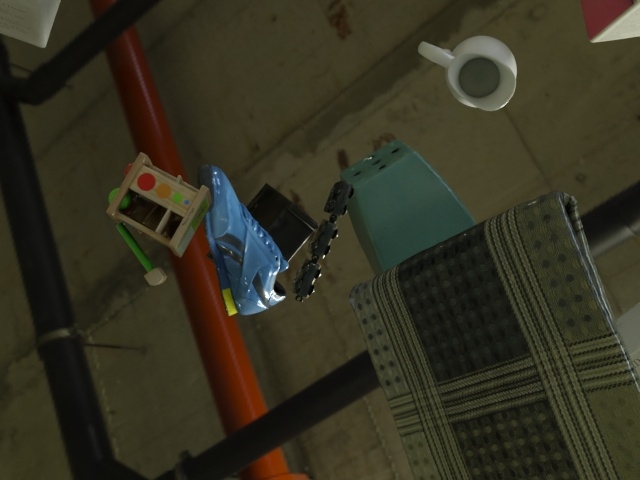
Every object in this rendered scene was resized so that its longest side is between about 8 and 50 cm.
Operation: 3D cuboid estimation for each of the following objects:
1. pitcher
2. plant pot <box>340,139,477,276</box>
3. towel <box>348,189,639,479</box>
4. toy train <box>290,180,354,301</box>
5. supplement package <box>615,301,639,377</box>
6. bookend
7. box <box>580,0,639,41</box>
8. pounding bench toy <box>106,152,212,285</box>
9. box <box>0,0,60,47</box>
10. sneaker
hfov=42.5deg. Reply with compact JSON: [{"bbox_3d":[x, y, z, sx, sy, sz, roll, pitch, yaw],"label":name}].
[{"bbox_3d":[0.258,-0.306,1.445,0.177,0.207,0.125,32,-69,2],"label":"pitcher"},{"bbox_3d":[0.136,-0.021,1.244,0.165,0.234,0.166,-31,-159,-1],"label":"plant pot"},{"bbox_3d":[0.173,0.150,0.758,0.312,0.056,0.324,-32,-106,51],"label":"towel"},{"bbox_3d":[0.000,0.000,1.015,0.158,0.027,0.036,-68,-158,0],"label":"toy train"},{"bbox_3d":[0.557,0.201,1.166,0.263,0.198,0.199,45,-53,5],"label":"supplement package"},{"bbox_3d":[-0.088,0.005,1.280,0.156,0.072,0.157,-51,-156,-1],"label":"bookend"},{"bbox_3d":[0.576,-0.455,1.447,0.148,0.232,0.127,-9,-96,-7],"label":"box"},{"bbox_3d":[-0.132,-0.014,0.627,0.065,0.052,0.083,28,-99,0],"label":"pounding bench toy"},{"bbox_3d":[-0.222,-0.201,0.505,0.170,0.130,0.091,174,-67,-72],"label":"box"},{"bbox_3d":[-0.083,-0.003,0.894,0.082,0.209,0.069,-12,-138,-2],"label":"sneaker"}]
